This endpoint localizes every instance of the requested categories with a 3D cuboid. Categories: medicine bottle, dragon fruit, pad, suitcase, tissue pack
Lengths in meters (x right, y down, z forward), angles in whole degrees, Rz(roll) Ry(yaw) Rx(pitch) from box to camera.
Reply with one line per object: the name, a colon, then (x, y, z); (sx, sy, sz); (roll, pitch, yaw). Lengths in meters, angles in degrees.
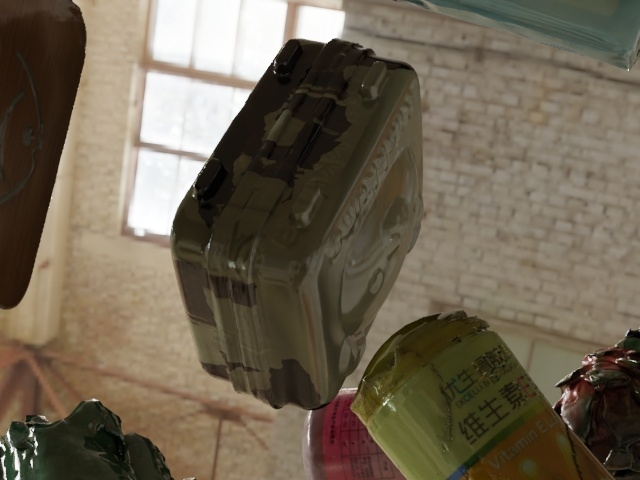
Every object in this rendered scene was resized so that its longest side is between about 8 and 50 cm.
medicine bottle: (0.127, 0.160, 0.894); (0.239, 0.124, 0.124); (51, -147, 17)
dragon fruit: (0.363, 0.213, 1.499); (0.182, 0.182, 0.188); (16, -156, 23)
pad: (-0.278, -0.101, 1.015); (0.018, 0.287, 0.284); (9, 169, 18)
medicine bottle: (0.112, 0.227, 1.399); (0.247, 0.147, 0.147); (-9, -170, 22)
suitcase: (0.000, 0.000, 1.322); (0.193, 0.339, 0.352); (14, -130, 18)
tissue pack: (0.189, -0.275, 1.152); (0.263, 0.177, 0.089); (20, 176, 13)

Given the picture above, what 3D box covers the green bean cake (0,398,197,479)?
green bean cake: (-0.126, 0.182, 0.537); (0.208, 0.193, 0.107); (-31, -135, 5)
